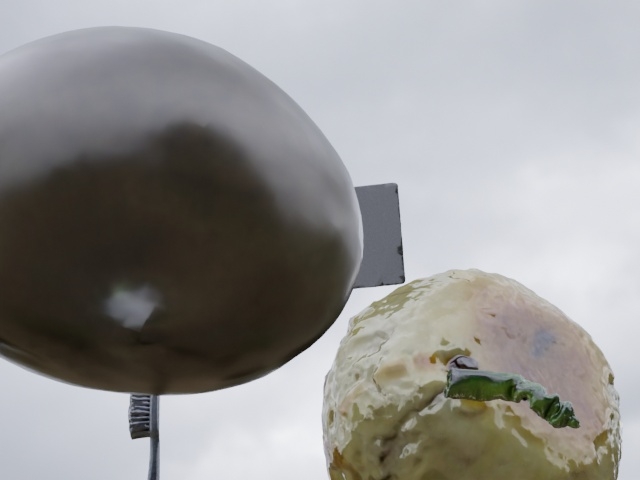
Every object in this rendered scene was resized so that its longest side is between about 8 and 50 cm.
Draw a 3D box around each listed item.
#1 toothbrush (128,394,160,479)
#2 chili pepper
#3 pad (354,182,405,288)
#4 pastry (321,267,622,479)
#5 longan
[{"bbox_3d":[-0.151,0.267,1.114,0.031,0.321,0.023,-4,-32,2],"label":"toothbrush"},{"bbox_3d":[0.114,0.091,0.783,0.083,0.027,0.022,14,-66,12],"label":"chili pepper"},{"bbox_3d":[0.000,0.000,1.717,0.211,0.143,0.003,-5,-20,5],"label":"pad"},{"bbox_3d":[0.171,0.230,1.624,0.388,0.388,0.312,5,-38,-30],"label":"pastry"},{"bbox_3d":[-0.141,-0.021,0.995,0.350,0.288,0.288,13,-23,9],"label":"longan"}]
